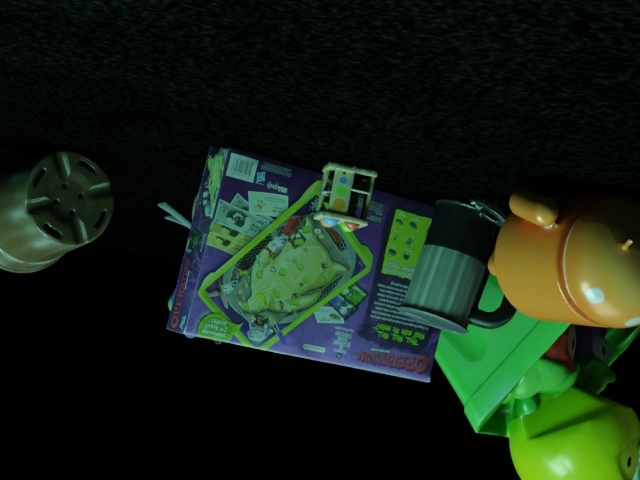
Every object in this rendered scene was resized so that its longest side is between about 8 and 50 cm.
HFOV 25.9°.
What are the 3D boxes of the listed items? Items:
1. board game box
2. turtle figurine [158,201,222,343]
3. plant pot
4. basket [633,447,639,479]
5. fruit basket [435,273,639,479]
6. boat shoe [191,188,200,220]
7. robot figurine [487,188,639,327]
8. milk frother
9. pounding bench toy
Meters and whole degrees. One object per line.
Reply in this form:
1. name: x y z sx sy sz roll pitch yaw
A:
1. board game box: 0.005 0.033 1.579 0.347 0.208 0.056 15 173 -35
2. turtle figurine: -0.133 0.017 2.327 0.266 0.274 0.198 -8 153 -3
3. plant pot: -0.365 -0.047 1.852 0.167 0.167 0.165 14 166 -33
4. basket: 0.609 0.241 1.915 0.328 0.331 0.266 9 173 15
5. fruit basket: 0.335 0.202 1.873 0.392 0.283 0.392 40 -171 -7
6. boat shoe: 0.000 0.000 1.742 0.324 0.123 0.116 12 173 -31
7. robot figurine: 0.250 0.017 1.321 0.128 0.158 0.219 -19 -170 -27
8. milk frother: 0.157 0.025 1.529 0.129 0.134 0.143 15 169 24
9. pounding bench toy: 0.023 -0.043 1.485 0.052 0.065 0.083 12 175 -8
